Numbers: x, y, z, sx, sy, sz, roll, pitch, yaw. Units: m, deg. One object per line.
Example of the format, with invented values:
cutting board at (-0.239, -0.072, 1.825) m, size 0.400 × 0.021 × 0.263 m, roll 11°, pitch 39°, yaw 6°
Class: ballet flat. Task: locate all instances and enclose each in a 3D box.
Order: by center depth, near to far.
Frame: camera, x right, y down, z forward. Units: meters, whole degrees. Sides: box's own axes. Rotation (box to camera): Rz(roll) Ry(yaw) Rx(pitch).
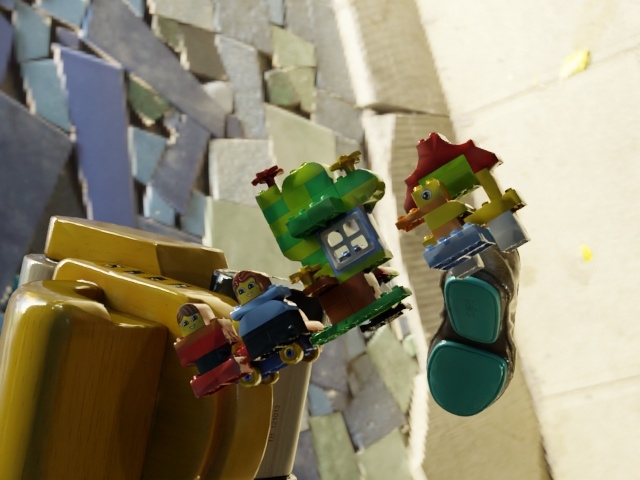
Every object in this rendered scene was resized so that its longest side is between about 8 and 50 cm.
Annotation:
ballet flat at (0.197, 0.092, 1.390) m, size 0.116 × 0.124 × 0.342 m, roll 16°, pitch 147°, yaw 18°

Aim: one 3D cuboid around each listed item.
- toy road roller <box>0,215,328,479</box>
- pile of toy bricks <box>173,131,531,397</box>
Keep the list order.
toy road roller at (-0.167, 0.096, 0.843) m, size 0.329 × 0.240 × 0.202 m, roll 13°, pitch 93°, yaw 40°
pile of toy bricks at (0.000, 0.000, 0.638) m, size 0.212 × 0.118 × 0.105 m, roll -31°, pitch 75°, yaw 18°
